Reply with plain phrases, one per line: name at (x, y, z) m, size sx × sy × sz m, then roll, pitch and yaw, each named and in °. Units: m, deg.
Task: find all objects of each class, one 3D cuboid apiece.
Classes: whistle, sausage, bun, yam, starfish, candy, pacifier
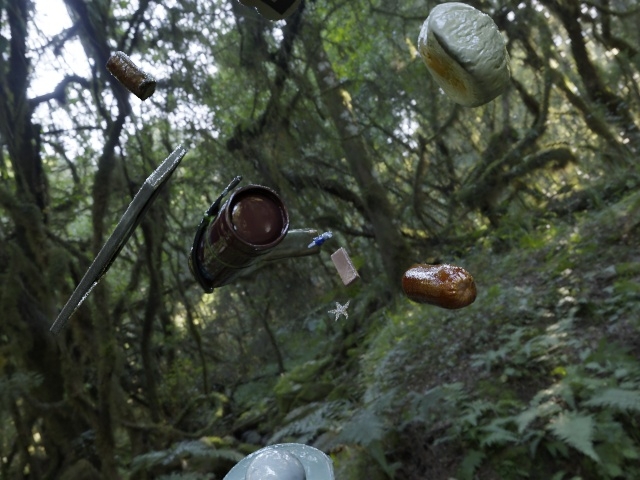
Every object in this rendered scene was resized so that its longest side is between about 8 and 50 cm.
whistle at (0.000, 0.000, 1.705) m, size 0.083 × 0.029 × 0.033 m, roll -32°, pitch 25°, yaw 14°
sausage at (0.246, 0.097, 1.277) m, size 0.083 × 0.089 × 0.300 m, roll -28°, pitch 3°, yaw -14°
bun at (0.333, -0.416, 1.307) m, size 0.153 × 0.244 × 0.244 m, roll -40°, pitch -15°, yaw 4°
yam at (-0.554, -0.483, 1.726) m, size 0.079 × 0.141 × 0.079 m, roll -49°, pitch 1°, yaw 1°
starfish at (0.074, 0.239, 2.002) m, size 0.086 × 0.092 × 0.016 m, roll -34°, pitch -51°, yaw -12°
candy at (-0.111, 0.013, 2.066) m, size 0.233 × 0.104 × 0.102 m, roll -6°, pitch -1°, yaw -23°
pacifier at (-0.071, 0.457, 0.975) m, size 0.288 × 0.343 × 0.269 m, roll -28°, pitch -54°, yaw -22°

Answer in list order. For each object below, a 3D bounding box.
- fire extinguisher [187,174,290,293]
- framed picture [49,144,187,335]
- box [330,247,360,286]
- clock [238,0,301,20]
fire extinguisher at (-0.156, 0.000, 0.955) m, size 0.105 × 0.142 × 0.341 m, roll 4°, pitch -17°, yaw -24°
framed picture at (-0.344, -0.009, 1.017) m, size 0.324 × 0.020 × 0.240 m, roll -51°, pitch 14°, yaw 19°
box at (0.069, 0.074, 1.633) m, size 0.048 × 0.115 × 0.025 m, roll -43°, pitch -41°, yaw 18°
clock at (-0.133, -0.462, 0.939) m, size 0.100 × 0.195 × 0.194 m, roll -41°, pitch -16°, yaw 18°
